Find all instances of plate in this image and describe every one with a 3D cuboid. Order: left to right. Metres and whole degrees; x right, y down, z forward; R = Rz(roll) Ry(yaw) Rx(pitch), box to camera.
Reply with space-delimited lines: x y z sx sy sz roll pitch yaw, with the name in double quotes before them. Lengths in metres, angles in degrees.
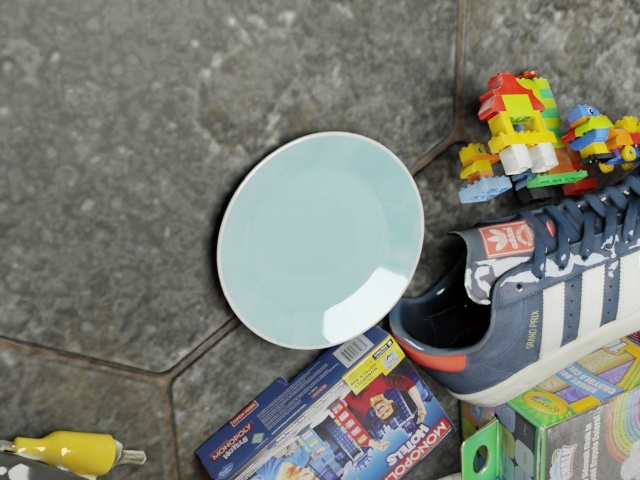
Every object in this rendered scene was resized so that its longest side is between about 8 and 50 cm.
"plate" 0.000 0.000 0.818 0.188 0.024 0.188 -9 111 -23

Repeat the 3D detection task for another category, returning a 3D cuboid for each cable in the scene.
"cable" -0.265 0.174 0.724 0.287 0.072 0.139 32 69 -28

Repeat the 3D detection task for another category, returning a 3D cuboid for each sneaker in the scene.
"sneaker" 0.201 0.011 0.823 0.148 0.131 0.350 33 118 -29

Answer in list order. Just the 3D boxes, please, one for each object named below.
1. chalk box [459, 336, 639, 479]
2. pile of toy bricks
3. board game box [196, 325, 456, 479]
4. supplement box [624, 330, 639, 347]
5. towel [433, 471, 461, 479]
"chalk box" 0.219 0.182 0.963 0.213 0.132 0.132 -16 119 -22
"pile of toy bricks" 0.189 -0.099 0.847 0.212 0.118 0.105 -7 75 -38
"board game box" 0.020 0.197 0.900 0.194 0.060 0.194 -40 126 -9
"supplement box" 0.329 0.040 0.992 0.104 0.081 0.188 -34 123 -13
"towel" 0.160 0.285 1.044 0.152 0.023 0.113 -10 113 -23
